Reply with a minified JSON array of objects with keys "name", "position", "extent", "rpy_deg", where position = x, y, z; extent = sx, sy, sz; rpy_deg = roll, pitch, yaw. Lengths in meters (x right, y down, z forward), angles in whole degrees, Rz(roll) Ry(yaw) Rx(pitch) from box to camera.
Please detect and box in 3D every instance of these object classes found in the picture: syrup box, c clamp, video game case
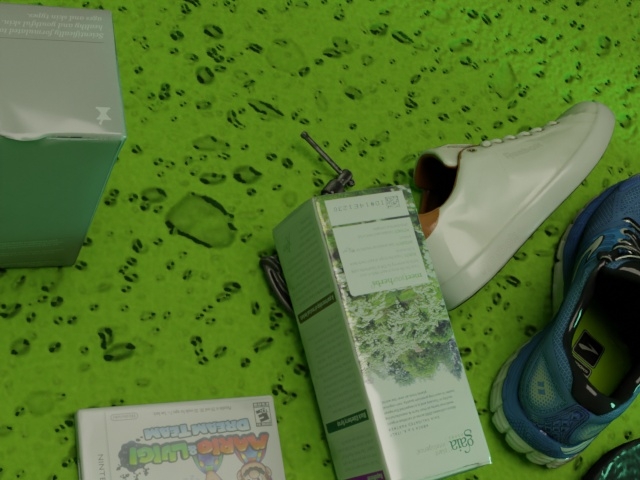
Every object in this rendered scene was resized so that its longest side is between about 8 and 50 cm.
[{"name":"syrup box","position":[0.045,0.082,0.827],"extent":[0.093,0.096,0.236],"rpy_deg":[-9,77,-27]},{"name":"c clamp","position":[0.000,0.000,0.907],"extent":[0.137,0.022,0.160],"rpy_deg":[38,57,-9]},{"name":"video game case","position":[-0.100,0.192,0.770],"extent":[0.157,0.019,0.143],"rpy_deg":[-1,66,-23]}]

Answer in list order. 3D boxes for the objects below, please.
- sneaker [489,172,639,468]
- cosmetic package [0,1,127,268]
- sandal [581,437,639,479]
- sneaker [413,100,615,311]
[{"name":"sneaker","position":[0.279,0.052,0.922],"extent":[0.130,0.147,0.330],"rpy_deg":[35,57,-4]},{"name":"cosmetic package","position":[-0.219,-0.062,0.713],"extent":[0.127,0.238,0.107],"rpy_deg":[0,66,-24]},{"name":"sandal","position":[0.410,0.234,0.912],"extent":[0.446,0.107,0.167],"rpy_deg":[-5,68,-24]},{"name":"sneaker","position":[0.170,-0.069,0.958],"extent":[0.123,0.106,0.290],"rpy_deg":[47,59,1]}]
